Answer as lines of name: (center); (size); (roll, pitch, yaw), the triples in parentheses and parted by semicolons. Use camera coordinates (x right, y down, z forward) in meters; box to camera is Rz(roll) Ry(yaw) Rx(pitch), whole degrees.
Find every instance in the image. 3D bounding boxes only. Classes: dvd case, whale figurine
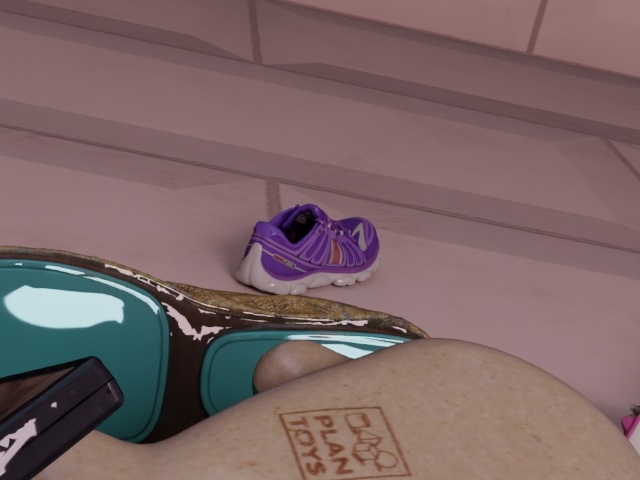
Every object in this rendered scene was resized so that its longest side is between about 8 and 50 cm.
dvd case: (-0.188, 0.108, 0.481); (0.180, 0.022, 0.253); (-38, 11, -31)
whale figurine: (0.005, 0.132, 0.545); (0.272, 0.141, 0.216); (2, 35, -22)

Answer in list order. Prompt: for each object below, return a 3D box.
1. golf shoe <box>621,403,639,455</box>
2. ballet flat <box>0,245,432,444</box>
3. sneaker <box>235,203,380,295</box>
golf shoe: (0.309, 0.149, 0.928); (0.306, 0.115, 0.140); (-16, 45, -44)
ballet flat: (-0.093, 0.076, 0.849); (0.348, 0.123, 0.123); (8, 20, -13)
sneaker: (0.000, 0.000, 1.155); (0.068, 0.071, 0.170); (25, 21, 28)
